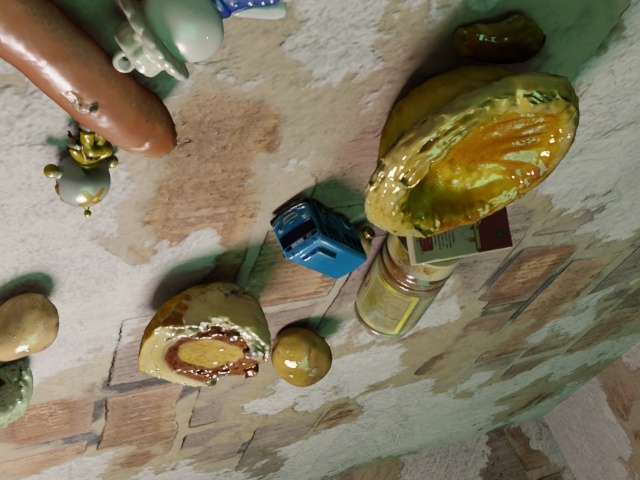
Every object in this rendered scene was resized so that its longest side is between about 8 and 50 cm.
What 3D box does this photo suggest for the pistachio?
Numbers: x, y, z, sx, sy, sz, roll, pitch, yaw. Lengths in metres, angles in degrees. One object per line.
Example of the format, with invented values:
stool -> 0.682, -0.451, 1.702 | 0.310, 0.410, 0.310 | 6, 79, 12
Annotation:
pistachio -> 0.280, -0.299, 1.180 | 0.172, 0.049, 0.089 | -6, 147, -29

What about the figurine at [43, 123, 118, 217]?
figurine -> -0.314, -0.105, 1.065 | 0.143, 0.068, 0.101 | -53, 150, 16

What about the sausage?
sausage -> -0.291, -0.204, 0.875 | 0.094, 0.094, 0.419 | 9, 164, 24

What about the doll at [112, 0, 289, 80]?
doll -> -0.112, -0.277, 0.874 | 0.293, 0.119, 0.138 | -33, 143, 7

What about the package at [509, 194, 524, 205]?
package -> 0.406, -0.093, 1.648 | 0.059, 0.029, 0.083 | -37, 160, 9

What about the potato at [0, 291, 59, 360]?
potato -> -0.501, 0.146, 1.312 | 0.147, 0.112, 0.112 | -24, 153, 19

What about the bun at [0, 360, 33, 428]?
bun -> -0.635, 0.296, 1.446 | 0.212, 0.127, 0.204 | -3, 148, -34

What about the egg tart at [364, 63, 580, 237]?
egg tart -> 0.226, -0.154, 1.252 | 0.387, 0.169, 0.388 | -19, 156, -9

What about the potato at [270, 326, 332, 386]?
potato -> -0.042, 0.277, 1.852 | 0.137, 0.137, 0.176 | -33, 148, 17

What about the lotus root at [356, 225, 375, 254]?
lotus root -> 0.047, 0.026, 1.550 | 0.150, 0.062, 0.073 | -40, 147, 26

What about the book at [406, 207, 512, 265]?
book -> 0.261, -0.048, 1.494 | 0.231, 0.162, 0.022 | -9, 178, -25

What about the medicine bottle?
medicine bottle -> 0.179, 0.077, 1.641 | 0.151, 0.151, 0.322 | -10, 149, -23

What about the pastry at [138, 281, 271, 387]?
pastry -> -0.224, 0.173, 1.510 | 0.236, 0.170, 0.256 | 10, 147, -15

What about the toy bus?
toy bus -> 0.000, 0.000, 1.427 | 0.090, 0.106, 0.184 | -32, 150, 22
